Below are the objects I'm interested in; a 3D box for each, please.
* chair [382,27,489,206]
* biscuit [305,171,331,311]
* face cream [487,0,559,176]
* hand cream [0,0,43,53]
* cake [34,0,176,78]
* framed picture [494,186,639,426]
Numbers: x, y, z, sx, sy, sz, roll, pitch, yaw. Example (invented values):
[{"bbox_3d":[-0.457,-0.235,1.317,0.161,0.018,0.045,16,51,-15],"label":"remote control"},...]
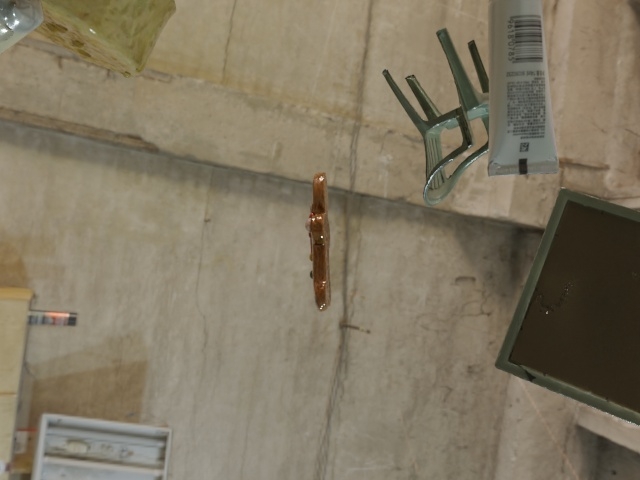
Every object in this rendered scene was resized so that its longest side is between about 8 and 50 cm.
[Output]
[{"bbox_3d":[0.245,-0.229,1.102,0.190,0.203,0.275,-25,-96,33],"label":"chair"},{"bbox_3d":[-0.003,0.000,1.332,0.205,0.049,0.324,30,60,-84],"label":"biscuit"},{"bbox_3d":[0.230,-0.198,0.660,0.058,0.092,0.244,-166,-108,-79],"label":"face cream"},{"bbox_3d":[-0.207,-0.096,0.285,0.143,0.061,0.039,-27,-147,9],"label":"hand cream"},{"bbox_3d":[-0.377,-0.485,0.943,0.321,0.332,0.332,-65,-155,-1],"label":"cake"},{"bbox_3d":[0.386,0.087,0.771,0.273,0.216,0.016,-68,164,-2],"label":"framed picture"}]
